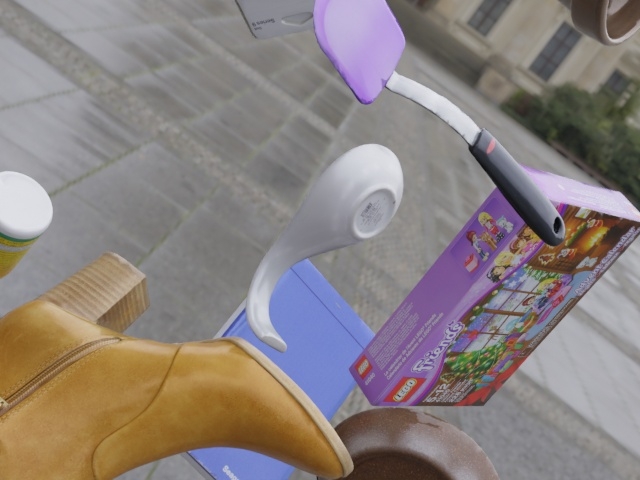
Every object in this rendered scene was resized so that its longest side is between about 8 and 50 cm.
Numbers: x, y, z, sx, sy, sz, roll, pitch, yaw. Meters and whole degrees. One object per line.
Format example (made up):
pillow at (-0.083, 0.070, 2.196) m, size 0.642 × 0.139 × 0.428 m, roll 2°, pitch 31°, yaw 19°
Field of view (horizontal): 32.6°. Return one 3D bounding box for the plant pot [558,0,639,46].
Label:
plant pot at (0.387, -0.447, 1.595) m, size 0.229 × 0.263 × 0.263 m, roll 34°, pitch 10°, yaw 27°

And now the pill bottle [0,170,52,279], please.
pill bottle at (-0.514, -0.006, 1.708) m, size 0.117 × 0.208 × 0.117 m, roll 25°, pitch 45°, yaw -27°

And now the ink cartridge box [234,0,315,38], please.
ink cartridge box at (-0.017, -0.385, 1.513) m, size 0.093 × 0.154 × 0.212 m, roll 60°, pitch 33°, yaw -41°

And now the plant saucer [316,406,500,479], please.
plant saucer at (0.084, 0.262, 1.109) m, size 0.198 × 0.198 × 0.036 m, roll 37°, pitch 30°, yaw 2°

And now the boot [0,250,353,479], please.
boot at (-0.145, 0.150, 0.823) m, size 0.295 × 0.211 × 0.104 m, roll 33°, pitch -28°, yaw 23°

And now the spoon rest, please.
spoon rest at (0.000, 0.000, 1.329) m, size 0.084 × 0.276 × 0.137 m, roll 36°, pitch -2°, yaw 39°

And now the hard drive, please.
hard drive at (-0.068, 0.197, 1.532) m, size 0.210 × 0.318 × 0.040 m, roll 49°, pitch -27°, yaw -21°

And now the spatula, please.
spatula at (0.099, -0.091, 0.841) m, size 0.296 × 0.084 × 0.030 m, roll 42°, pitch -32°, yaw -21°

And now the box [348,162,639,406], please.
box at (0.187, 0.060, 1.154) m, size 0.201 × 0.293 × 0.057 m, roll 9°, pitch 36°, yaw -45°
